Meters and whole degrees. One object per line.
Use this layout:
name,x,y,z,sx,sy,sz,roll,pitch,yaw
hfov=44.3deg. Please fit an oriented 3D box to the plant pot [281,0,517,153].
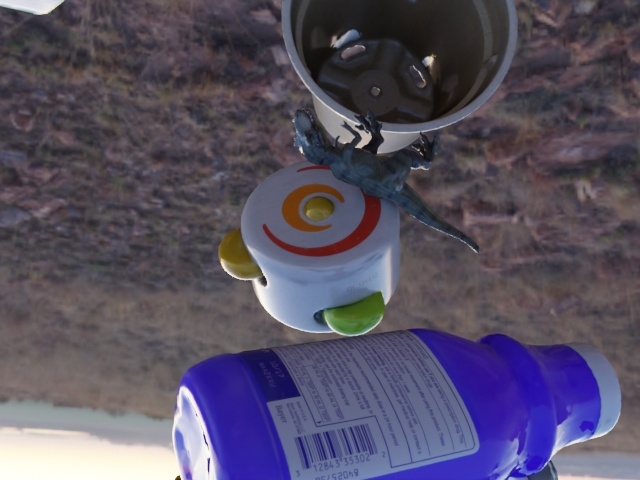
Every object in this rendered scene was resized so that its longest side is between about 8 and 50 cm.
plant pot,0.103,-0.283,1.246,0.333,0.334,0.305,4,169,-3

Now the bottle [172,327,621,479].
bottle,0.057,0.112,0.486,0.282,0.118,0.092,-5,132,-25

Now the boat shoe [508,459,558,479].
boat shoe,0.148,0.249,0.660,0.091,0.109,0.305,-18,138,-19

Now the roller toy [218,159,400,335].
roller toy,0.000,0.000,0.965,0.209,0.191,0.146,17,144,19

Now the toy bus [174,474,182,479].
toy bus,-0.119,0.350,0.851,0.104,0.202,0.191,-10,172,12

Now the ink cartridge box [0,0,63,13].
ink cartridge box,-0.203,-0.326,0.524,0.198,0.273,0.114,-19,169,39

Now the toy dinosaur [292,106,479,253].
toy dinosaur,0.080,-0.089,0.918,0.268,0.118,0.064,29,142,-16
